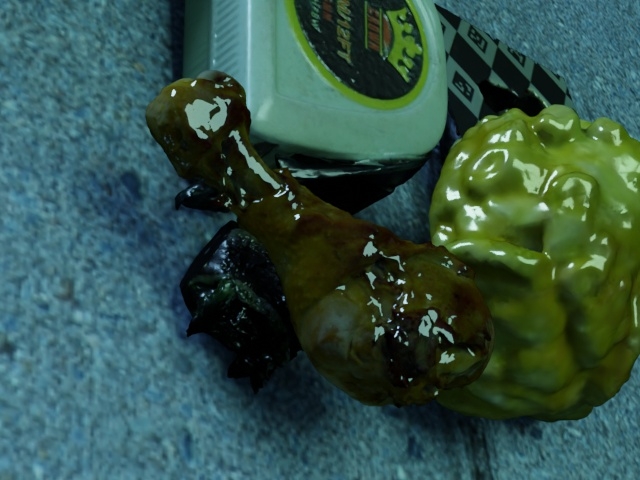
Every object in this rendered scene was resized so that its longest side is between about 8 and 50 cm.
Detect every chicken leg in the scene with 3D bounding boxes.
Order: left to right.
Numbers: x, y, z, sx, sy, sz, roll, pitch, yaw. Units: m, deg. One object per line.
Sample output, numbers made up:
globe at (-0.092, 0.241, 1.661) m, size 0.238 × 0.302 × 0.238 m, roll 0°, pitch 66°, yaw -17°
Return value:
chicken leg at (-0.002, 0.002, 0.709) m, size 0.251 × 0.087 × 0.107 m, roll 45°, pitch 40°, yaw -3°

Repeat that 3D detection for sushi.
sushi at (-0.041, 0.037, 0.747) m, size 0.083 × 0.056 × 0.085 m, roll 46°, pitch 37°, yaw -12°
sushi at (0.166, -0.085, 1.073) m, size 0.231 × 0.047 × 0.220 m, roll 19°, pitch 46°, yaw -42°

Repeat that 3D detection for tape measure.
tape measure at (-0.004, -0.106, 0.859) m, size 0.207 × 0.115 × 0.235 m, roll 19°, pitch 58°, yaw -37°

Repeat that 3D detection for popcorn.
popcorn at (0.168, 0.029, 0.849) m, size 0.233 × 0.192 × 0.266 m, roll -63°, pitch 146°, yaw -34°
